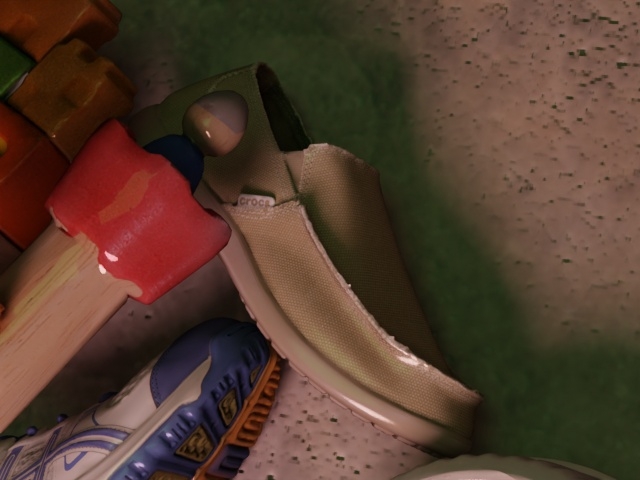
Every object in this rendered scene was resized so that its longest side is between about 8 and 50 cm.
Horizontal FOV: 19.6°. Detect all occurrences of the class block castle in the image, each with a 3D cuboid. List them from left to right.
[{"bbox_3d":[-0.255,-0.130,0.935,0.213,0.303,0.453,-47,48,-8],"label":"block castle"}]

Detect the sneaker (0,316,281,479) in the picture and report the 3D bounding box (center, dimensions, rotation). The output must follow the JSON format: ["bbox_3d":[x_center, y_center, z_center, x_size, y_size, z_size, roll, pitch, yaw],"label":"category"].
[{"bbox_3d":[-0.153,0.134,0.966,0.296,0.112,0.131,-46,64,0],"label":"sneaker"}]

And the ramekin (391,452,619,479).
[{"bbox_3d":[0.083,0.195,0.862,0.207,0.109,0.207,-6,71,18],"label":"ramekin"}]

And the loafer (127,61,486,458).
[{"bbox_3d":[0.000,0.000,0.959,0.092,0.102,0.268,-46,63,8],"label":"loafer"}]
